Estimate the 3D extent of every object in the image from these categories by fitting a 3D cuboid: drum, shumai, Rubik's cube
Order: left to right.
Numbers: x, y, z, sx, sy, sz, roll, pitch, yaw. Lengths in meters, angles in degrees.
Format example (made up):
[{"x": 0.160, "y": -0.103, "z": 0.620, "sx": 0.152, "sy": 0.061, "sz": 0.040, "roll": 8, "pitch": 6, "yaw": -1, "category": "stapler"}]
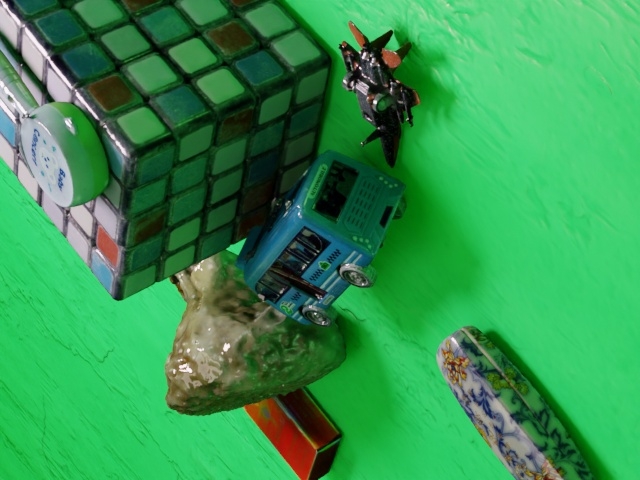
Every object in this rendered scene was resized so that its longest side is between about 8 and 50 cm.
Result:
[{"x": -0.315, "y": -0.151, "z": 1.898, "sx": 0.253, "sy": 0.049, "sz": 0.130, "roll": 58, "pitch": 151, "yaw": 8, "category": "drum"}, {"x": -0.194, "y": -0.157, "z": 2.048, "sx": 0.293, "sy": 0.287, "sz": 0.292, "roll": 47, "pitch": 149, "yaw": 26, "category": "Rubik's cube"}, {"x": -0.102, "y": 0.104, "z": 2.243, "sx": 0.261, "sy": 0.225, "sz": 0.221, "roll": -18, "pitch": 80, "yaw": 46, "category": "shumai"}]

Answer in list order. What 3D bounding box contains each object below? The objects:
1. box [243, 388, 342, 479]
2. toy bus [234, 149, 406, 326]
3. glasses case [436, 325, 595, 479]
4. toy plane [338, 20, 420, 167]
[{"x": -0.046, "y": 0.245, "z": 2.419, "sx": 0.175, "sy": 0.048, "sz": 0.112, "roll": 50, "pitch": 152, "yaw": 21, "category": "box"}, {"x": 0.000, "y": 0.000, "z": 1.999, "sx": 0.134, "sy": 0.113, "sz": 0.246, "roll": 28, "pitch": 152, "yaw": -8, "category": "toy bus"}, {"x": 0.218, "y": 0.204, "z": 1.920, "sx": 0.248, "sy": 0.065, "sz": 0.087, "roll": 53, "pitch": 149, "yaw": 19, "category": "glasses case"}, {"x": 0.064, "y": -0.145, "z": 1.869, "sx": 0.130, "sy": 0.061, "sz": 0.189, "roll": 38, "pitch": 144, "yaw": 36, "category": "toy plane"}]
